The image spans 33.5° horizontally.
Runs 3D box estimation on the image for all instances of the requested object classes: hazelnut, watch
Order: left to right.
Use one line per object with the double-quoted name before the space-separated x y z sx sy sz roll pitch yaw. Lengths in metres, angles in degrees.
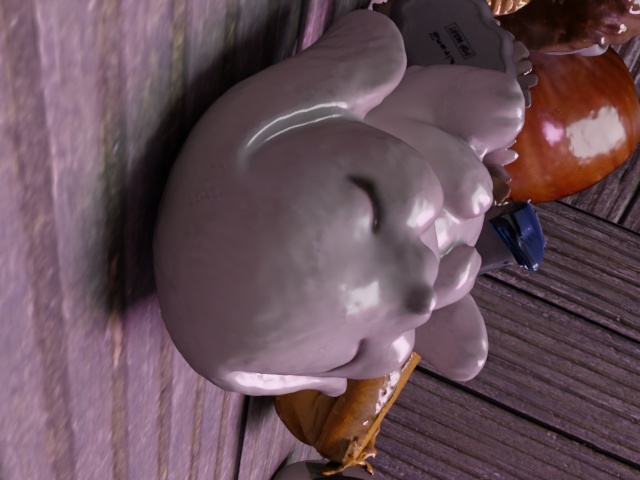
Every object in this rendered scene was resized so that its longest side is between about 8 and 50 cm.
"watch" 0.123 0.008 0.939 0.275 0.276 0.068 -14 86 -50
"hazelnut" 0.402 -0.244 1.901 0.372 0.315 0.372 -8 90 -68

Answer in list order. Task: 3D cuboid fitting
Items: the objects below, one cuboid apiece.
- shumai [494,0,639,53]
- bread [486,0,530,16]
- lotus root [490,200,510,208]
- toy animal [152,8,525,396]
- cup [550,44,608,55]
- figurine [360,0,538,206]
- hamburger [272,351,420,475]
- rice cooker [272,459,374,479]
"shumai" 0.235 -0.350 1.076 0.262 0.314 0.267 38 46 -42
"bread" 0.155 -0.297 0.914 0.114 0.132 0.190 95 14 -57
"lotus root" 0.356 -0.150 2.203 0.397 0.179 0.196 -54 -179 -37
"toy animal" 0.000 0.000 0.670 0.265 0.206 0.271 -29 131 -59
"cup" 0.355 -0.386 1.501 0.258 0.186 0.234 44 57 -42
"figurine" 0.078 -0.094 0.953 0.166 0.207 0.387 -29 170 -13
"hamburger" 0.043 0.123 1.212 0.318 0.158 0.318 23 90 -81
"rice cooker" -0.002 0.456 1.607 0.226 0.226 0.244 -48 160 -61
